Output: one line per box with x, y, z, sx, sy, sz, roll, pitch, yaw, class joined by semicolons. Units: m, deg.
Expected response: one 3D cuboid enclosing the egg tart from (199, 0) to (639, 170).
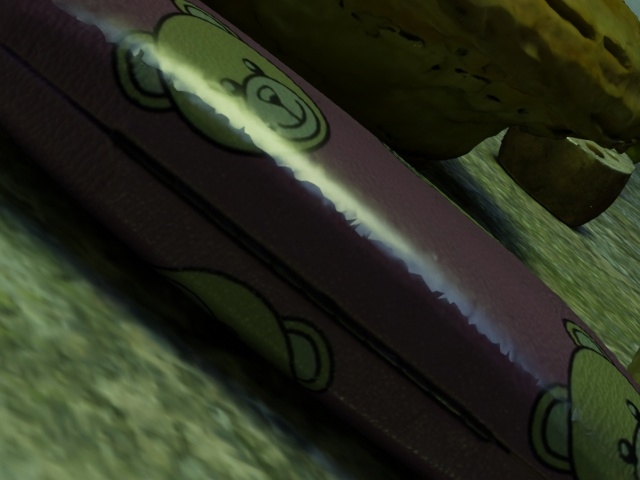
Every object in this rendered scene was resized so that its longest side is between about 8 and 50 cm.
0.026;-0.188;0.891;0.443;0.178;0.443;40;13;-11;egg tart

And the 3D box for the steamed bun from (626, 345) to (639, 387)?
0.254;0.097;0.779;0.192;0.106;0.177;56;15;21;steamed bun

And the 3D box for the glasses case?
0.000;0.000;0.465;0.316;0.076;0.123;39;14;-5;glasses case

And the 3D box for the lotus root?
0.224;-0.076;1.254;0.122;0.081;0.112;48;18;25;lotus root

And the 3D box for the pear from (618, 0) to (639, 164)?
0.360;-0.250;1.800;0.269;0.269;0.321;17;41;-58;pear
